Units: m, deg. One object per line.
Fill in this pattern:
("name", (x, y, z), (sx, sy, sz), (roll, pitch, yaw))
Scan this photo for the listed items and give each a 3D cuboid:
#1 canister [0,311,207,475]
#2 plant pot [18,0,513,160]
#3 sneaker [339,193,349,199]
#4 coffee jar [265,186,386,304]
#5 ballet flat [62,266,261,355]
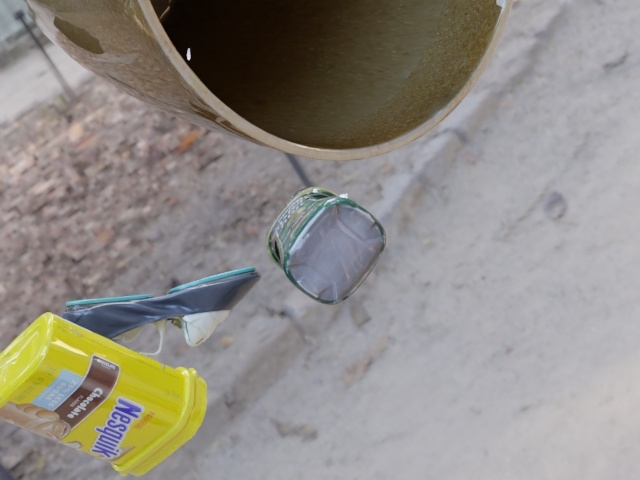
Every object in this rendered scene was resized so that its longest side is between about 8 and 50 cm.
("canister", (-0.210, 0.144, 1.130), (0.126, 0.170, 0.073), (-40, 36, 31))
("plant pot", (-0.064, -0.163, 0.658), (0.237, 0.237, 0.254), (-45, 28, -25))
("sneaker", (0.003, 0.008, 1.572), (0.061, 0.053, 0.152), (2, 57, 9))
("coffee jar", (0.000, 0.000, 1.178), (0.096, 0.079, 0.184), (-53, 11, -1))
("ballet flat", (-0.154, 0.078, 1.223), (0.203, 0.074, 0.074), (-11, 23, -9))
